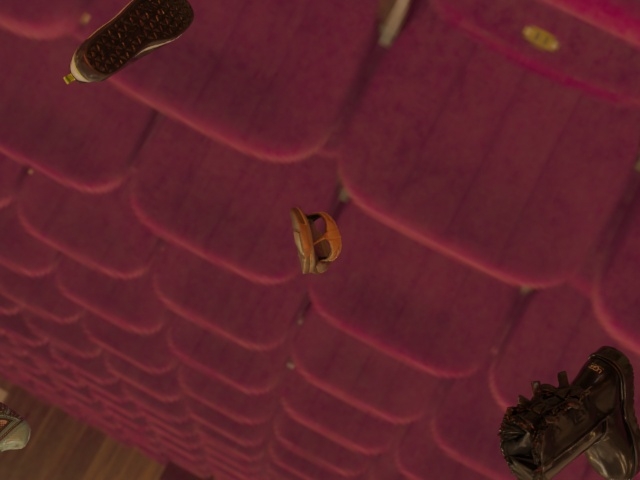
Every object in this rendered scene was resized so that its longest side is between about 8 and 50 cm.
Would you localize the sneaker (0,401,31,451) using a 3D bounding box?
[{"bbox_3d":[-0.378,0.281,1.133,0.122,0.283,0.110,26,173,-14],"label":"sneaker"}]

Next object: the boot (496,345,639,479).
[{"bbox_3d":[0.170,0.137,0.782,0.045,0.099,0.121,27,139,45],"label":"boot"}]

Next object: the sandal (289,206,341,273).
[{"bbox_3d":[0.000,0.000,1.254,0.049,0.072,0.180,-15,172,6],"label":"sandal"}]

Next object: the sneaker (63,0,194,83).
[{"bbox_3d":[-0.302,-0.314,1.788,0.097,0.234,0.084,-13,110,57],"label":"sneaker"}]
